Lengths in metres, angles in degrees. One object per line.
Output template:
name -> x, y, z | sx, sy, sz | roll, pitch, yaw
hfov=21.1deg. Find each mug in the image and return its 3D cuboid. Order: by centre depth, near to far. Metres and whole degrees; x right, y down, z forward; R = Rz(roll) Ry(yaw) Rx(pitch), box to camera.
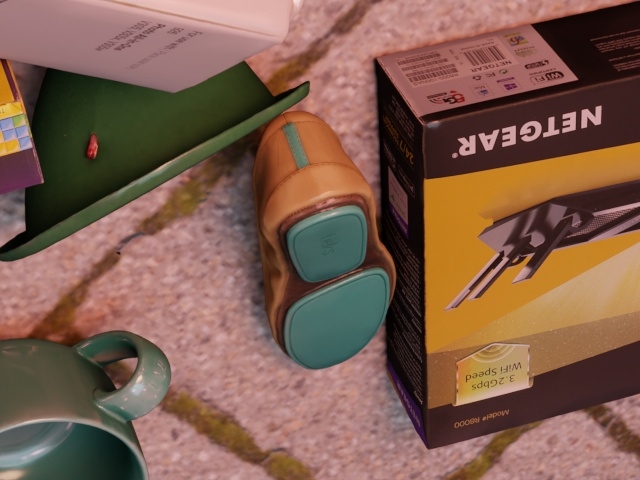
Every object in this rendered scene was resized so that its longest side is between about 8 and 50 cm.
mug -> -0.159, 0.116, 0.981 | 0.157, 0.097, 0.129 | -17, 128, -11

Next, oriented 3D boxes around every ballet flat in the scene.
ballet flat -> 0.000, 0.000, 0.970 | 0.080, 0.073, 0.232 | -18, 156, -9

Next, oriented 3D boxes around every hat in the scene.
hat -> -0.115, -0.117, 0.858 | 0.208, 0.173, 0.184 | -32, 98, -23

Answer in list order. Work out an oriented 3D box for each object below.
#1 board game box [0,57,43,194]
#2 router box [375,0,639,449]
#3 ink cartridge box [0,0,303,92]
board game box -> -0.212, -0.068, 0.777 | 0.141, 0.170, 0.048 | -15, 128, -10
router box -> 0.191, -0.021, 1.033 | 0.308, 0.081, 0.243 | -14, 129, -12
ink cartridge box -> -0.154, -0.191, 0.678 | 0.289, 0.121, 0.211 | 10, 77, -28
